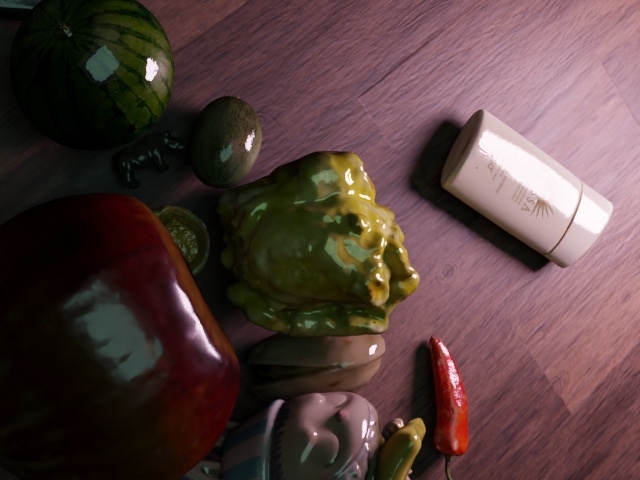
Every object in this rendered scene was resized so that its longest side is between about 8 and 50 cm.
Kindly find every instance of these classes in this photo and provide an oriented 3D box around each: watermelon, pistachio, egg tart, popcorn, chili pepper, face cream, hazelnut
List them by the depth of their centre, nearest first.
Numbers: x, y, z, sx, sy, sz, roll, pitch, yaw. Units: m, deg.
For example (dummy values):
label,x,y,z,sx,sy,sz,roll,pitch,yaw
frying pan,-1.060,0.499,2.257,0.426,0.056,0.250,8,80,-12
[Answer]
label,x,y,z,sx,sy,sz,roll,pitch,yaw
hazelnut,-0.319,0.145,1.429,0.402,0.402,0.429,-41,116,-20
watermelon,-0.335,-0.252,1.495,0.242,0.242,0.242,1,88,-24
popcorn,0.000,0.017,1.617,0.312,0.312,0.312,1,88,-24
egg tart,-0.234,0.003,1.636,0.129,0.049,0.128,1,87,-26
pistachio,-0.006,0.204,1.686,0.238,0.153,0.137,-13,83,2
chili pepper,0.232,0.307,1.833,0.071,0.063,0.272,-1,86,-37
face cream,0.394,-0.086,1.907,0.348,0.081,0.173,33,76,-20

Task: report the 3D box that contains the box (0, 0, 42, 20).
label,x,y,z,sx,sy,sz,roll,pitch,yaw
box,-0.486,-0.453,1.536,0.160,0.050,0.230,3,87,-24

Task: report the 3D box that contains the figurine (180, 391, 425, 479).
label,x,y,z,sx,sy,sz,roll,pitch,yaw
figurine,-0.039,0.346,1.641,0.378,0.361,0.266,23,74,11

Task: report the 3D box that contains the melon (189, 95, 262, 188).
label,x,y,z,sx,sy,sz,roll,pitch,yaw
melon,-0.154,-0.164,1.639,0.114,0.114,0.167,23,67,-22

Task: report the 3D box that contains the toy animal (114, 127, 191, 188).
label,x,y,z,sx,sy,sz,roll,pitch,yaw
toy animal,-0.267,-0.138,1.628,0.136,0.047,0.065,-30,92,-17
